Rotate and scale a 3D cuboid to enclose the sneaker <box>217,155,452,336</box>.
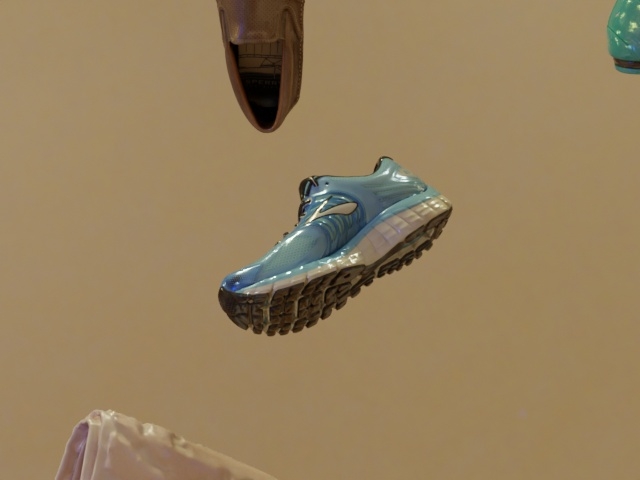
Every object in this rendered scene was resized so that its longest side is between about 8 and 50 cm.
[{"bbox_3d":[0.000,0.000,1.102,0.162,0.073,0.063,-28,-22,-30],"label":"sneaker"}]

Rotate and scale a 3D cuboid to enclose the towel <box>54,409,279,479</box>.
[{"bbox_3d":[-0.039,0.298,1.043,0.332,0.317,0.053,27,-22,-29],"label":"towel"}]

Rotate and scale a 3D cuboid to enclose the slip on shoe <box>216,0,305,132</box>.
[{"bbox_3d":[-0.034,-0.121,0.982,0.051,0.041,0.135,2,-52,5],"label":"slip on shoe"}]

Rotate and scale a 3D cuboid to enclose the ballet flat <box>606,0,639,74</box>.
[{"bbox_3d":[0.329,-0.155,1.295,0.247,0.087,0.083,6,23,12],"label":"ballet flat"}]
